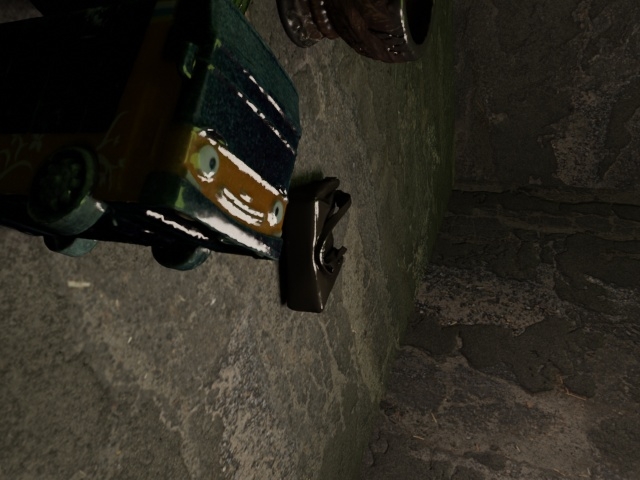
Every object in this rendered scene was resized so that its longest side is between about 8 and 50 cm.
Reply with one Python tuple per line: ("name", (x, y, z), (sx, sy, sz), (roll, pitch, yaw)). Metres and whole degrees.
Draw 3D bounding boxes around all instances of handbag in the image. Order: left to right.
("handbag", (0.001, 0.000, 1.107), (0.257, 0.113, 0.286), (-45, 136, -63))

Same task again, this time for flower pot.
("flower pot", (0.072, -0.491, 0.921), (0.266, 0.266, 0.267), (-30, 125, -58))

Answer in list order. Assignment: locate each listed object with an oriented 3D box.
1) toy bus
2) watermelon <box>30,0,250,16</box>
("toy bus", (-0.188, -0.086, 0.410), (0.162, 0.323, 0.194), (37, 61, -62))
("watermelon", (-0.180, -0.297, 0.458), (0.242, 0.242, 0.243), (8, 90, -65))
